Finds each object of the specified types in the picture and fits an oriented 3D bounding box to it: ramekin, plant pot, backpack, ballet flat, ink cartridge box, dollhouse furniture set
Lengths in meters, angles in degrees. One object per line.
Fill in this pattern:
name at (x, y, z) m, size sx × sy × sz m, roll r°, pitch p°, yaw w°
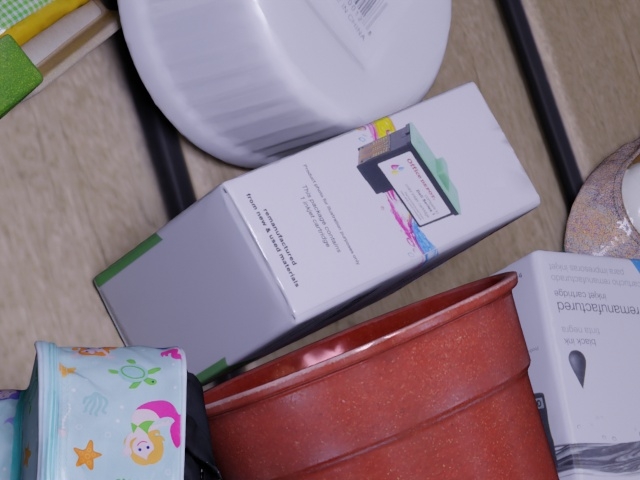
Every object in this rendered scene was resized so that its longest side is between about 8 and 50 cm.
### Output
ramekin at (-0.018, -0.203, 1.578) m, size 0.277 × 0.135 × 0.277 m, roll 8°, pitch 79°, yaw -45°
plant pot at (0.066, 0.195, 1.435) m, size 0.272 × 0.272 × 0.265 m, roll -23°, pitch 91°, yaw -40°
backpack at (-0.154, 0.181, 1.274) m, size 0.191 × 0.253 × 0.225 m, roll 6°, pitch 65°, yaw -11°
ballet flat at (0.328, -0.064, 1.830) m, size 0.107 × 0.106 × 0.316 m, roll 46°, pitch 50°, yaw -8°
ink cartridge box at (0.000, 0.000, 1.500) m, size 0.278 × 0.201 × 0.117 m, roll -24°, pitch 84°, yaw -41°
dollhouse furniture set at (-0.264, -0.190, 1.435) m, size 0.197 × 0.151 × 0.301 m, roll 49°, pitch 49°, yaw -6°
ink cartridge box at (0.252, 0.178, 1.644) m, size 0.223 × 0.129 × 0.308 m, roll 6°, pitch 66°, yaw -34°
